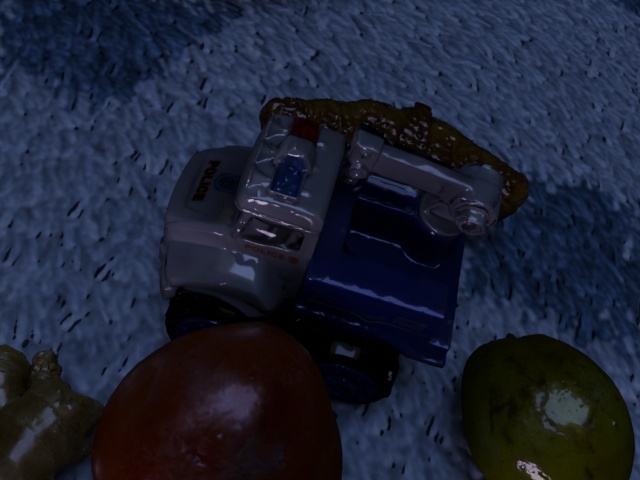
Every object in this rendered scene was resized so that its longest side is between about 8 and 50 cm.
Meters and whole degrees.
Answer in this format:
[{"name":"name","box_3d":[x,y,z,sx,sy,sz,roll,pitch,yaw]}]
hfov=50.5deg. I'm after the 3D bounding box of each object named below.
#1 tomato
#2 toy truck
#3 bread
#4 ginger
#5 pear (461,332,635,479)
[{"name":"tomato","box_3d":[-0.051,0.127,0.391,0.155,0.069,0.156,-1,93,-21]},{"name":"toy truck","box_3d":[0.000,0.000,0.463,0.213,0.177,0.161,17,56,-2]},{"name":"bread","box_3d":[0.058,-0.065,0.580,0.232,0.076,0.105,17,61,-5]},{"name":"ginger","box_3d":[-0.181,0.166,0.387,0.193,0.053,0.176,38,52,12]},{"name":"pear","box_3d":[0.152,0.123,0.461,0.107,0.107,0.131,-8,67,-18]}]
